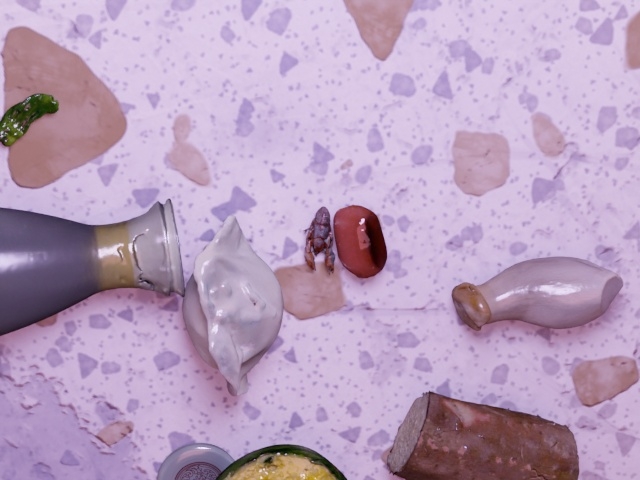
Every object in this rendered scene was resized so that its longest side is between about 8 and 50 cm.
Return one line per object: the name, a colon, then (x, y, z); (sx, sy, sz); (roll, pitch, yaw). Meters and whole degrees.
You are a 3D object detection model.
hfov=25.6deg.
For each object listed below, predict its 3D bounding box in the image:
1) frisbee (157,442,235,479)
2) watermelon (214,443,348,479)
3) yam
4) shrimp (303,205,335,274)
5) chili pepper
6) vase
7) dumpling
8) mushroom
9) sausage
frisbee: (-0.158, 0.314, 1.825); (0.110, 0.014, 0.110); (-2, 108, -6)
watermelon: (-0.059, 0.357, 1.790); (0.204, 0.127, 0.232); (27, 101, -14)
yam: (0.214, 0.271, 1.792); (0.238, 0.129, 0.128); (16, 106, -10)
shrimp: (-0.003, 0.003, 1.736); (0.038, 0.029, 0.092); (-8, 112, -4)
chili pepper: (-0.348, -0.144, 1.655); (0.091, 0.034, 0.030); (-35, 141, 5)
vase: (-0.325, 0.031, 1.648); (0.321, 0.173, 0.173); (-6, 108, -10)
dumpling: (-0.111, 0.089, 1.691); (0.124, 0.151, 0.228); (-4, 111, 14)
mushroom: (0.272, 0.070, 1.753); (0.213, 0.097, 0.088); (-6, 119, -4)
sausage: (0.048, 0.001, 1.727); (0.054, 0.059, 0.094); (-1, 113, 32)
